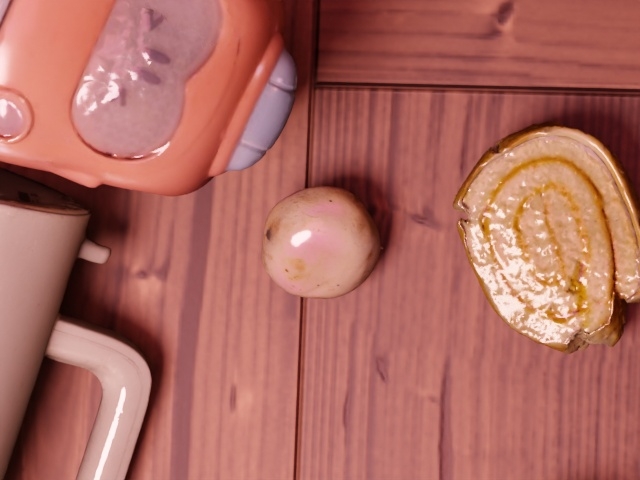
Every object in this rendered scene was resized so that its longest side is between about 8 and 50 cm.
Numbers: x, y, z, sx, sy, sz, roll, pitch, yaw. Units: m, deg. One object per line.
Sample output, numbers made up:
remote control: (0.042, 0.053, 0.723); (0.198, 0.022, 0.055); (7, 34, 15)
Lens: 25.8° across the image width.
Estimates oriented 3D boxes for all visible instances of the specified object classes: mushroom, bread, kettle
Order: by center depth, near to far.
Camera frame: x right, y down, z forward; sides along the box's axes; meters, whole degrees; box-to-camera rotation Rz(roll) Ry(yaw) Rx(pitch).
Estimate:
bread: (0.158, 0.000, 0.929); (0.117, 0.064, 0.156); (-21, 88, 14)
mushroom: (0.000, 0.000, 0.956); (0.083, 0.067, 0.083); (3, 131, 4)
kettle: (-0.277, 0.103, 0.965); (0.205, 0.265, 0.318); (20, 95, 41)

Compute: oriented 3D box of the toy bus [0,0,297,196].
toy bus: (-0.126, -0.122, 0.879); (0.232, 0.287, 0.194); (27, 96, -6)
